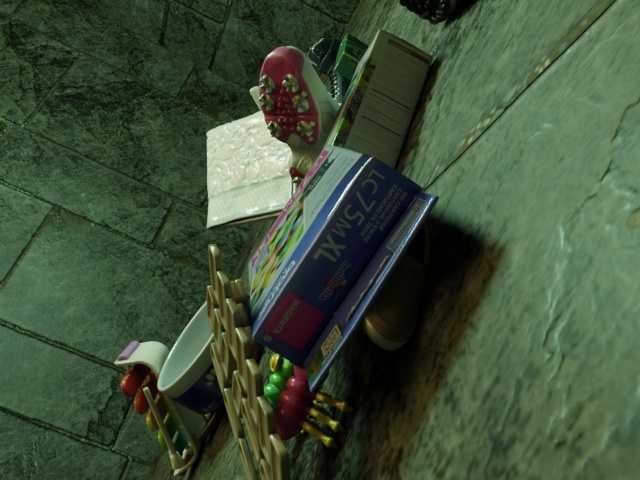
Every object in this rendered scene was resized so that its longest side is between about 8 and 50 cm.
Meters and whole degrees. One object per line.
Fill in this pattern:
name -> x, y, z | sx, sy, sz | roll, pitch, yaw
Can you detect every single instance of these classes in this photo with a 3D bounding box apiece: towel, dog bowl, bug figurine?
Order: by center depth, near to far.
bug figurine -> -0.005, 0.109, 0.640 | 0.216, 0.072, 0.279 | -68, 10, -14
dog bowl -> -0.225, 0.228, 1.245 | 0.265, 0.104, 0.265 | -46, 18, 19
towel -> -0.193, -0.201, 1.627 | 0.331, 0.053, 0.317 | -11, 75, 34

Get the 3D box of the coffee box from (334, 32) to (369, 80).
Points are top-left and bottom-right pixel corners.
coffee box -> 0.088, -0.358, 1.189 | 0.040, 0.113, 0.184 | -56, 11, 29

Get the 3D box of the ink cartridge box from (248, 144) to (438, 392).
ink cartridge box -> 0.000, 0.000, 0.581 | 0.186, 0.065, 0.311 | -56, 15, 5

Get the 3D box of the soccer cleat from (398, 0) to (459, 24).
soccer cleat -> 0.186, -0.381, 0.756 | 0.116, 0.108, 0.318 | -61, 7, 2

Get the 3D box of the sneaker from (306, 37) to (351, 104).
sneaker -> 0.024, -0.417, 1.529 | 0.226, 0.163, 0.086 | -68, 12, -11

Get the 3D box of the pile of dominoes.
pile of dominoes -> -0.060, 0.147, 0.562 | 0.196, 0.040, 0.251 | 103, 148, -49

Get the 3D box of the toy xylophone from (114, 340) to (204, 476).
toy xylophone -> -0.353, 0.376, 1.314 | 0.081, 0.323, 0.236 | -23, 3, 4

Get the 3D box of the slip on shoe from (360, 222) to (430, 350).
slip on shoe -> 0.070, 0.032, 0.506 | 0.041, 0.051, 0.135 | -59, 3, 44

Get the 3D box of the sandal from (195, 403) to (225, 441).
sandal -> -0.234, 0.339, 1.318 | 0.219, 0.060, 0.090 | -66, 10, -8

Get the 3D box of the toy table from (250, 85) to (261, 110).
toy table -> -0.080, -0.374, 1.746 | 0.160, 0.252, 0.274 | -26, 10, 13

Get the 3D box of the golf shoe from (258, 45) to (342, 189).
golf shoe -> -0.005, -0.191, 0.944 | 0.140, 0.115, 0.306 | -54, -34, -27

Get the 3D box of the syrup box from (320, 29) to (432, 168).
syrup box -> 0.074, -0.175, 0.851 | 0.093, 0.096, 0.237 | 137, 155, -67
